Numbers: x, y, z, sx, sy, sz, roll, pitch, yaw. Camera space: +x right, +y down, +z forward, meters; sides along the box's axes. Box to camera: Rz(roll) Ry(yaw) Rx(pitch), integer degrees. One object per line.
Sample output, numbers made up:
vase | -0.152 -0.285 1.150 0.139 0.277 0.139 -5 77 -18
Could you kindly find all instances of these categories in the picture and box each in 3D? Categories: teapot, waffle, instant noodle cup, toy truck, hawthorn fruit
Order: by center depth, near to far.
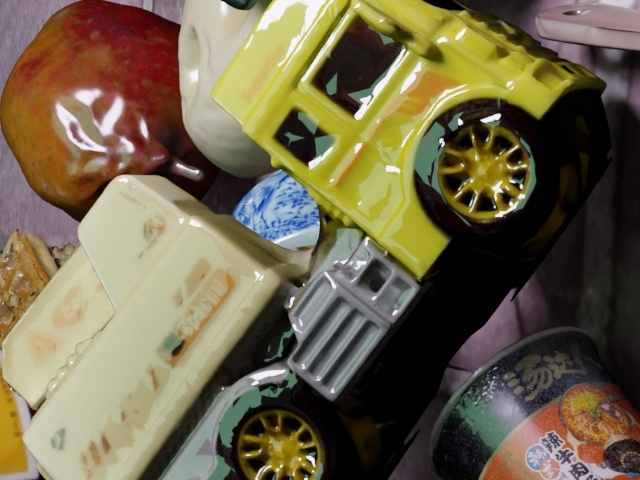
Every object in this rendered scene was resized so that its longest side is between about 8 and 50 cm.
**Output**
instant noodle cup | 0.148 0.138 0.822 0.135 0.127 0.127 52 133 35
toy truck | -0.019 0.021 0.868 0.254 0.181 0.405 39 107 9
teapot | 0.000 0.000 1.043 0.232 0.159 0.159 -39 55 30
hawthorn fruit | -0.161 -0.100 1.244 0.248 0.208 0.208 37 122 59
waffle | -0.301 0.152 1.551 0.213 0.091 0.308 -59 40 18

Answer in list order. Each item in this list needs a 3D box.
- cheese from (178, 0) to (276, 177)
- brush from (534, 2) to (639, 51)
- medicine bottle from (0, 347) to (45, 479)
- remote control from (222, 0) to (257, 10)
cheese | 0.012 -0.189 1.026 0.328 0.130 0.351 31 116 56
brush | 0.213 -0.083 0.758 0.313 0.072 0.067 27 127 57
medicine bottle | -0.257 0.211 1.229 0.242 0.395 0.242 -13 74 57
remote control | -0.082 -0.244 1.022 0.072 0.042 0.222 -61 38 34
